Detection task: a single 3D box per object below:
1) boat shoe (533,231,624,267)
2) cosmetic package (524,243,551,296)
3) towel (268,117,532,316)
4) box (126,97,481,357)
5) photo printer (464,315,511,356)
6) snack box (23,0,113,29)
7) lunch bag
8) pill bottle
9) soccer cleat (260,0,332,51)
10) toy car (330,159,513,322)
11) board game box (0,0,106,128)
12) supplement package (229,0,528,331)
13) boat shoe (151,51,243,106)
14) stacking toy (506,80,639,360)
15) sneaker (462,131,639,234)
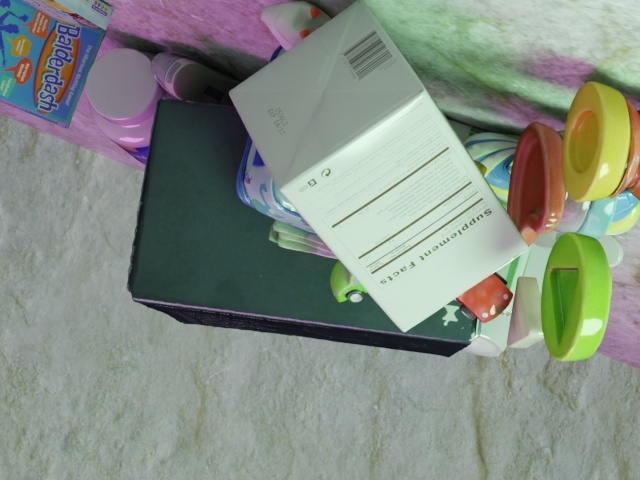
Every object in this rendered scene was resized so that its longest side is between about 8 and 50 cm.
[{"bbox_3d":[0.429,0.007,2.094,0.063,0.066,0.184,7,-178,-40],"label":"boat shoe"},{"bbox_3d":[0.386,0.038,2.257,0.231,0.117,0.085,20,174,-14],"label":"cosmetic package"},{"bbox_3d":[0.123,-0.055,1.655,0.324,0.248,0.038,18,157,6],"label":"towel"},{"bbox_3d":[0.000,0.000,1.933,0.479,0.297,0.472,7,175,3],"label":"box"},{"bbox_3d":[0.233,0.060,2.327,0.307,0.256,0.107,21,154,-4],"label":"photo printer"},{"bbox_3d":[-0.367,-0.335,1.743,0.100,0.037,0.141,17,174,40],"label":"snack box"},{"bbox_3d":[-0.004,-0.124,1.552,0.176,0.219,0.090,19,171,-40],"label":"lunch bag"},{"bbox_3d":[-0.277,-0.211,2.026,0.152,0.152,0.272,19,175,11],"label":"pill bottle"},{"bbox_3d":[0.011,-0.214,1.456,0.076,0.068,0.196,22,170,44],"label":"soccer cleat"},{"bbox_3d":[0.104,0.014,1.531,0.225,0.239,0.053,-21,139,20],"label":"toy car"},{"bbox_3d":[-0.450,-0.281,1.927,0.210,0.160,0.047,21,174,-11],"label":"board game box"},{"bbox_3d":[0.068,-0.074,1.374,0.293,0.175,0.177,49,-171,-46],"label":"supplement package"},{"bbox_3d":[-0.170,-0.229,1.936,0.081,0.079,0.227,39,-173,35],"label":"boat shoe"},{"bbox_3d":[0.303,-0.009,1.371,0.130,0.280,0.309,5,176,-8],"label":"stacking toy"},{"bbox_3d":[0.294,-0.094,1.589,0.240,0.091,0.126,20,156,5],"label":"sneaker"}]
